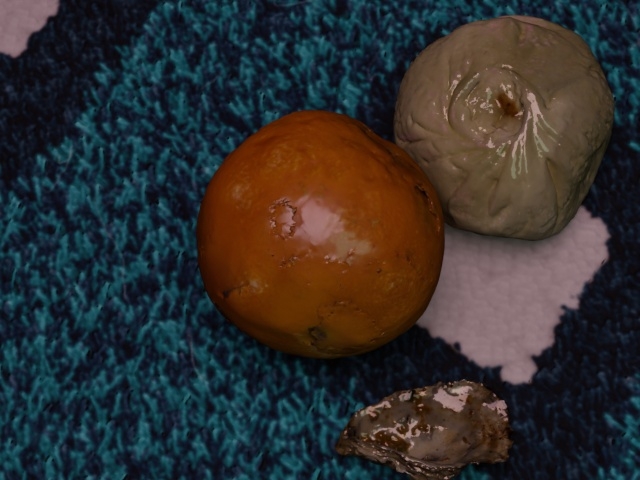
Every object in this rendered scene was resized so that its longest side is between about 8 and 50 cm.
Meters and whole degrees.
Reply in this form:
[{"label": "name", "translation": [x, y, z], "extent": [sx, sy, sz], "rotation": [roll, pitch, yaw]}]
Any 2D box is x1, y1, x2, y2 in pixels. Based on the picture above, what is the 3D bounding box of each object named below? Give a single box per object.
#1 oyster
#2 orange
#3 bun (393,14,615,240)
[{"label": "oyster", "translation": [0.102, 0.195, 1.888], "extent": [0.177, 0.056, 0.105], "rotation": [-12, 58, 1]}, {"label": "orange", "translation": [0.000, 0.000, 1.872], "extent": [0.246, 0.246, 0.246], "rotation": [-2, 70, 5]}, {"label": "bun", "translation": [0.194, -0.125, 1.947], "extent": [0.244, 0.153, 0.244], "rotation": [0, 71, 1]}]
